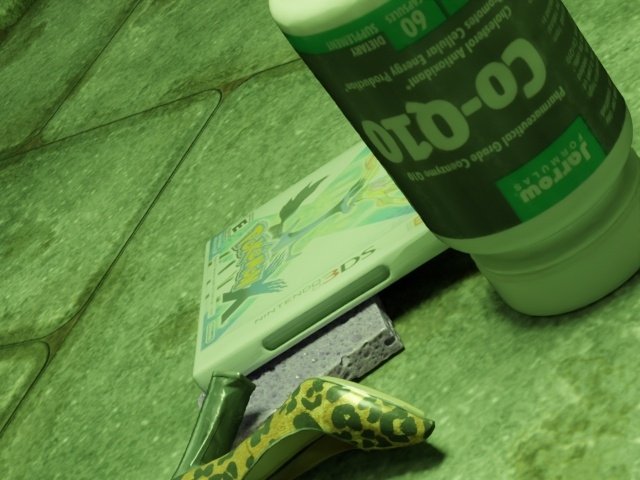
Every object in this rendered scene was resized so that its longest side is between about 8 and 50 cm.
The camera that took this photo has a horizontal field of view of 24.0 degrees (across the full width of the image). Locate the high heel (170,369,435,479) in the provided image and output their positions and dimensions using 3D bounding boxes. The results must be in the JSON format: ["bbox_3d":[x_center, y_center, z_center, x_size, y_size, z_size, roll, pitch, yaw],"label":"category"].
[{"bbox_3d":[-0.025,0.212,1.301,0.261,0.093,0.186,1,64,40],"label":"high heel"}]

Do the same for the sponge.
[{"bbox_3d":[-0.024,0.128,1.457,0.210,0.031,0.117,-37,26,5],"label":"sponge"}]

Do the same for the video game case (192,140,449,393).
[{"bbox_3d":[0.000,0.000,1.581,0.300,0.036,0.329,-33,20,12],"label":"video game case"}]

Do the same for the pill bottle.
[{"bbox_3d":[0.135,-0.119,1.272,0.204,0.361,0.204,-30,28,18],"label":"pill bottle"}]
